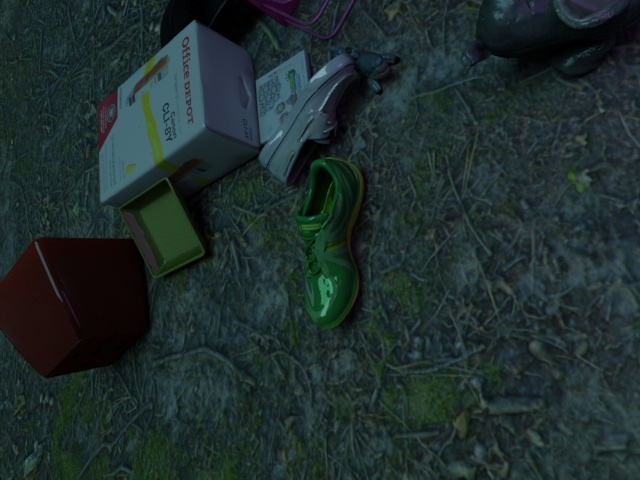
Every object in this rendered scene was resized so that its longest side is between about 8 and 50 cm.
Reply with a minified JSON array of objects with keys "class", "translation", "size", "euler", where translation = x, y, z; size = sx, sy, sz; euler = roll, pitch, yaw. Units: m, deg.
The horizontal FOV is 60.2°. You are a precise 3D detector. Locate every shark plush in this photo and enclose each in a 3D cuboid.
[{"class":"shark plush","translation":[0.073,-0.335,0.994],"size":[0.073,0.067,0.161],"euler":[-51,53,19]}]

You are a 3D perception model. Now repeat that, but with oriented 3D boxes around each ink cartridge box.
[{"class":"ink cartridge box","translation":[-0.333,-0.261,1.254],"size":[0.385,0.160,0.279],"euler":[-24,65,33]}]

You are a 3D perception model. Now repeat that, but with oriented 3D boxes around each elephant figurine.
[{"class":"elephant figurine","translation":[0.341,-0.307,0.721],"size":[0.239,0.169,0.186],"euler":[23,124,25]}]

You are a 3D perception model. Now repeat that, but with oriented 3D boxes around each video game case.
[{"class":"video game case","translation":[-0.075,-0.293,1.140],"size":[0.143,0.019,0.157],"euler":[-20,68,35]}]

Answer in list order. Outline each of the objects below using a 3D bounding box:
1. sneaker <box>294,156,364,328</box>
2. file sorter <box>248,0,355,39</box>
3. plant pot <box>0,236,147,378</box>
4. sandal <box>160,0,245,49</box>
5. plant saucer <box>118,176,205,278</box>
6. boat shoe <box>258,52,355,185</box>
[{"class":"sneaker","translation":[0.000,0.000,0.937],"size":[0.109,0.123,0.295],"euler":[-5,77,39]},{"class":"file sorter","translation":[-0.066,-0.532,1.016],"size":[0.182,0.291,0.202],"euler":[39,105,36]},{"class":"plant pot","translation":[-0.566,0.166,1.300],"size":[0.267,0.267,0.236],"euler":[-41,70,25]},{"class":"sandal","translation":[-0.257,-0.525,1.211],"size":[0.167,0.107,0.446],"euler":[45,129,-1]},{"class":"plant saucer","translation":[-0.348,-0.029,1.249],"size":[0.188,0.045,0.188],"euler":[-24,94,34]},{"class":"boat shoe","translation":[-0.012,-0.215,1.019],"size":[0.088,0.096,0.267],"euler":[46,114,9]}]
